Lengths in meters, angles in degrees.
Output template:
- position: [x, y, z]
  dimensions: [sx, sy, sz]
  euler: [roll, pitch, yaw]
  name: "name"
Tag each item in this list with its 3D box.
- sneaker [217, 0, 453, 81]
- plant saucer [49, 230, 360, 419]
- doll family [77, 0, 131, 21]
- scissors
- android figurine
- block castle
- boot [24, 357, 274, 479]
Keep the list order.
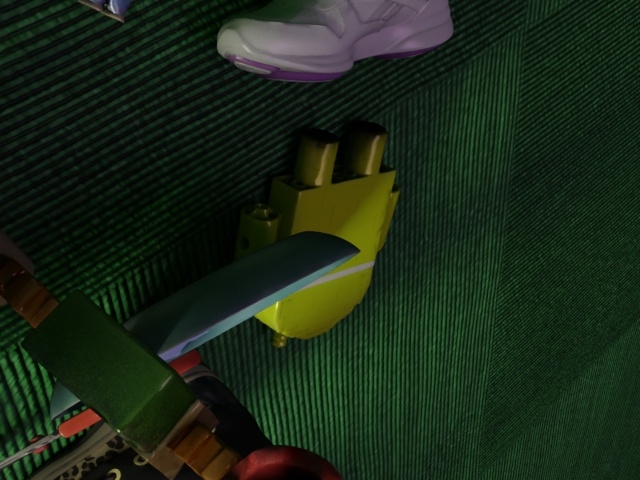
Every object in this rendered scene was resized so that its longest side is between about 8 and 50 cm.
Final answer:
- position: [0.013, -0.236, 0.943]
  dimensions: [0.305, 0.114, 0.152]
  euler: [-26, 122, -45]
  name: "sneaker"
- position: [-0.111, 0.070, 0.920]
  dimensions: [0.317, 0.044, 0.317]
  euler: [-30, 177, -2]
  name: "plant saucer"
- position: [-0.179, -0.235, 0.706]
  dimensions: [0.193, 0.076, 0.111]
  euler: [17, 98, -61]
  name: "doll family"
- position: [-0.245, 0.178, 0.927]
  dimensions: [0.297, 0.021, 0.109]
  euler: [-26, 179, -29]
  name: "scissors"
- position: [0.000, 0.000, 1.136]
  dimensions: [0.248, 0.056, 0.273]
  euler: [-18, 129, -45]
  name: "android figurine"
- position: [-0.220, 0.154, 0.625]
  dimensions: [0.303, 0.453, 0.213]
  euler: [-47, 152, -14]
  name: "block castle"
- position: [-0.161, 0.319, 0.973]
  dimensions: [0.377, 0.284, 0.138]
  euler: [-44, 144, -22]
  name: "boot"
